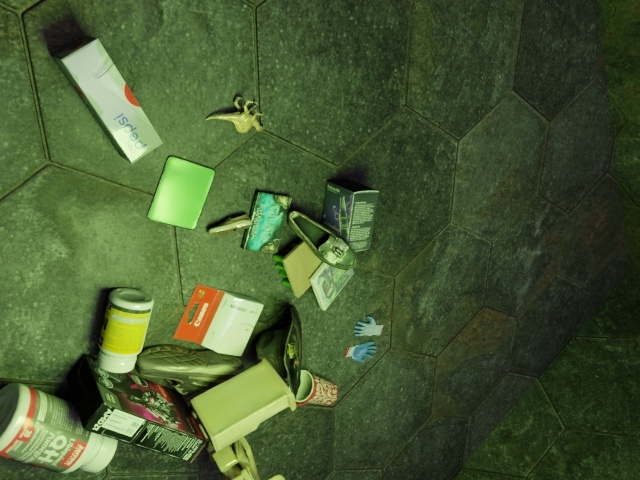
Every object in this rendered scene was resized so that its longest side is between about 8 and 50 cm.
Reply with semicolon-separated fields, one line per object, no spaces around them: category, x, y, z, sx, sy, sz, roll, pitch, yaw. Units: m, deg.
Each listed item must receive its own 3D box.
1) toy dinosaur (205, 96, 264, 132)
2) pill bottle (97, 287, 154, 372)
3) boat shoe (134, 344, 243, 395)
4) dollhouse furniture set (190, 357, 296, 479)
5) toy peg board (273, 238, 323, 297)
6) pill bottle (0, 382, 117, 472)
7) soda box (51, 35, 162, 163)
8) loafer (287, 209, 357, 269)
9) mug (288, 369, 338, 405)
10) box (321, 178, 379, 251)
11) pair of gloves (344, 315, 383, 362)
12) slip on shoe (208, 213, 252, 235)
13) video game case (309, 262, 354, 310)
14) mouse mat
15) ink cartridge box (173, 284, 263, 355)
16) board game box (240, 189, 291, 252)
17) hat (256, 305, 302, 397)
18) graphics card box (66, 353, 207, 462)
toy dinosaur;-0.219;-0.347;1.591;0.183;0.053;0.092;6;107;-39
pill bottle;-0.536;0.246;1.563;0.119;0.119;0.208;8;104;-40
boat shoe;-0.395;0.407;1.736;0.356;0.132;0.130;15;102;-40
dollhouse furniture set;-0.212;0.595;1.757;0.257;0.362;0.394;-25;132;-22
toy peg board;-0.073;0.072;1.886;0.160;0.079;0.161;-44;133;-34
pill bottle;-0.704;0.508;1.510;0.176;0.176;0.318;-54;131;-6
soda box;-0.498;-0.329;1.357;0.098;0.091;0.286;-39;129;-18
loafer;0.000;0.000;1.786;0.096;0.268;0.084;-52;174;-2
mug;-0.034;0.552;2.116;0.169;0.150;0.113;29;54;-46
box;0.092;-0.084;1.882;0.108;0.153;0.207;-7;112;-35
pair of gloves;0.175;0.388;2.240;0.159;0.023;0.198;11;103;-40
slip on shoe;-0.270;-0.048;1.694;0.135;0.051;0.041;-16;79;-23
video game case;0.043;0.122;1.973;0.190;0.022;0.173;-51;144;-27
mouse mat;-0.384;-0.129;1.591;0.153;0.007;0.189;15;101;-41
ink cartridge box;-0.311;0.253;1.785;0.232;0.066;0.189;20;97;-45
board game box;-0.167;-0.056;1.777;0.126;0.026;0.186;6;105;-39
hat;-0.138;0.363;1.877;0.134;0.331;0.331;0;115;5
graphics card box;-0.511;0.475;1.608;0.094;0.233;0.371;-52;131;0
